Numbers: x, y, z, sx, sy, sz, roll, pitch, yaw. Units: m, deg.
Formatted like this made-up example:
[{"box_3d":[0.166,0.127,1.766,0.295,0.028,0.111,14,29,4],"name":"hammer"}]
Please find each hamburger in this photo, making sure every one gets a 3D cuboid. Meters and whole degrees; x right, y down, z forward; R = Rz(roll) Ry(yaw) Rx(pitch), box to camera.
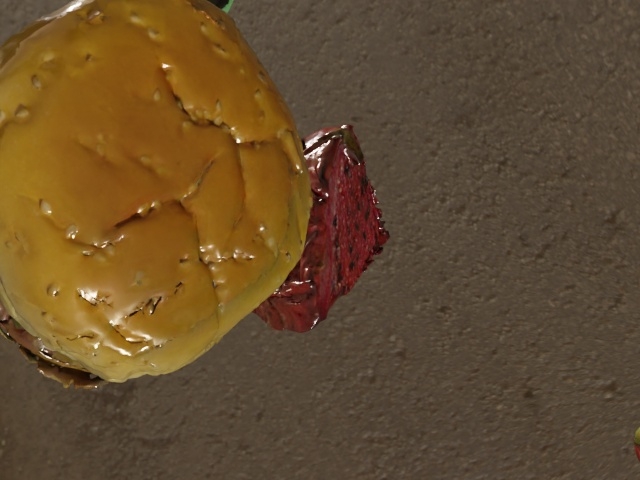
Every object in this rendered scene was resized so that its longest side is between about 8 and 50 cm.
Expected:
[{"box_3d":[-0.117,-0.027,0.467,0.163,0.244,0.245,-11,75,49],"name":"hamburger"}]

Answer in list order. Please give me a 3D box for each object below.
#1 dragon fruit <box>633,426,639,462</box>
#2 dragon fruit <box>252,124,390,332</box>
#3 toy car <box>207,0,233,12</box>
[{"box_3d":[0.399,0.242,0.727,0.160,0.167,0.172,-27,41,-19],"name":"dragon fruit"},{"box_3d":[0.000,0.000,1.055,0.330,0.240,0.302,-87,9,-52],"name":"dragon fruit"},{"box_3d":[-0.266,-0.478,1.030,0.213,0.358,0.176,-39,28,64],"name":"toy car"}]
